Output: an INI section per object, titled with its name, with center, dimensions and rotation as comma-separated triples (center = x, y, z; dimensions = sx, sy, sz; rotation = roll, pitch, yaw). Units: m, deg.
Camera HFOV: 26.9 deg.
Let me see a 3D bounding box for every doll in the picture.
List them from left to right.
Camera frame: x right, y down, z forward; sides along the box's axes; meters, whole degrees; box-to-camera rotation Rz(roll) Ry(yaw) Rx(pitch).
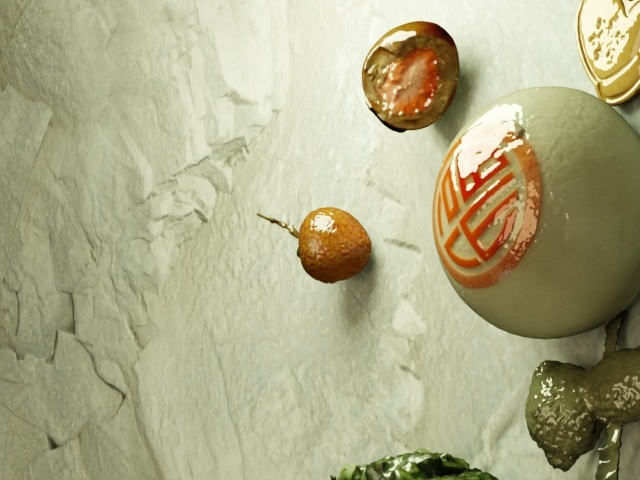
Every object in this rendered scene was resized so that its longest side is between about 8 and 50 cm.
[doll]
center = 0.332, 0.145, 1.414
dimensions = 0.286, 0.091, 0.202
rotation = -54, 39, 26

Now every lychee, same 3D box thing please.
[lychee]
center = 0.006, -0.001, 1.851
dimensions = 0.140, 0.101, 0.114
rotation = 35, 158, 37

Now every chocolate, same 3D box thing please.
[chocolate]
center = 0.120, -0.214, 1.690
dimensions = 0.133, 0.124, 0.127
rotation = -40, 48, 28

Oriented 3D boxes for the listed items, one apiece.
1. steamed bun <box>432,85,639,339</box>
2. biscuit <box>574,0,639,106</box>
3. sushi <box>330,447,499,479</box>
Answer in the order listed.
[steamed bun]
center = 0.227, -0.033, 1.472
dimensions = 0.283, 0.177, 0.283
rotation = -12, 75, 54
[biscuit]
center = 0.329, -0.225, 1.472
dimensions = 0.118, 0.023, 0.140
rotation = -48, 51, 44
[sushi]
center = 0.111, 0.407, 1.628
dimensions = 0.352, 0.178, 0.294
rotation = -46, 50, 48
